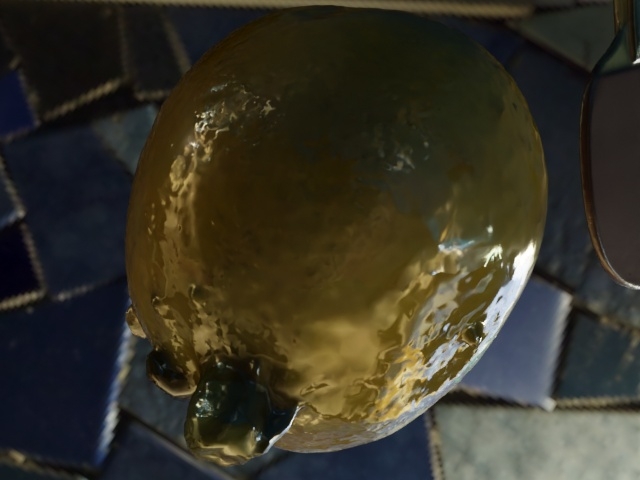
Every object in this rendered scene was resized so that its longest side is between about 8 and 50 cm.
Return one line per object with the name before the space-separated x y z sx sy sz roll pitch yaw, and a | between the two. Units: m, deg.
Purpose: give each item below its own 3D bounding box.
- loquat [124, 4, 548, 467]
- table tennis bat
loquat | 0.000 0.000 0.556 0.149 0.204 0.172 28 -35 5
table tennis bat | 0.221 -0.102 1.039 0.021 0.274 0.154 4 15 42
